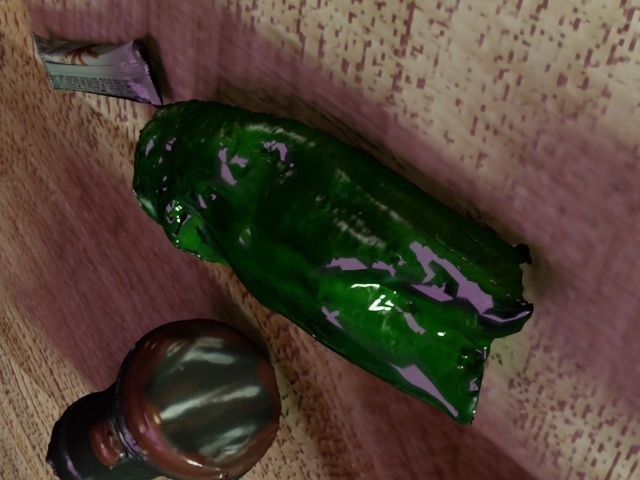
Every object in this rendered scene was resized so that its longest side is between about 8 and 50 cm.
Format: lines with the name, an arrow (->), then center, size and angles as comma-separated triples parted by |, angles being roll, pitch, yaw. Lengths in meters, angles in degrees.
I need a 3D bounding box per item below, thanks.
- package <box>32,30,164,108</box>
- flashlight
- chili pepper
package -> -0.118, -0.090, 0.669 | 0.110, 0.015, 0.037 | 13, 126, 46
flashlight -> -0.106, 0.110, 0.758 | 0.093, 0.093, 0.232 | 58, 148, -1
chili pepper -> -0.002, 0.001, 0.553 | 0.224, 0.061, 0.098 | 31, 132, 38
